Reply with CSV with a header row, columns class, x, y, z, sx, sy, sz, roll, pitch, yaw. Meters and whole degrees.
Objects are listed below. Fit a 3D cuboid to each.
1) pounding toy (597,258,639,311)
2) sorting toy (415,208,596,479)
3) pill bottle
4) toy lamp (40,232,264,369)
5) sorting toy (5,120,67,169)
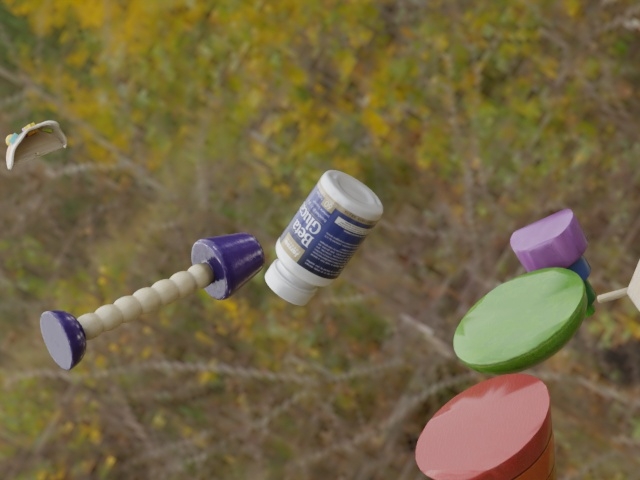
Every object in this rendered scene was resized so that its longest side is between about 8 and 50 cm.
class,x,y,z,sx,sy,sz,roll,pitch,yaw
pounding toy,0.437,0.048,2.102,0.100,0.130,0.141,-113,38,-60
sorting toy,0.193,0.122,1.482,0.127,0.126,0.365,-19,26,30
pill bottle,0.000,0.000,2.228,0.169,0.094,0.094,-55,13,21
toy lamp,-0.186,0.060,1.949,0.275,0.080,0.080,-23,-9,-32
sorting toy,-0.369,-0.134,2.204,0.083,0.045,0.075,-24,-5,-22
